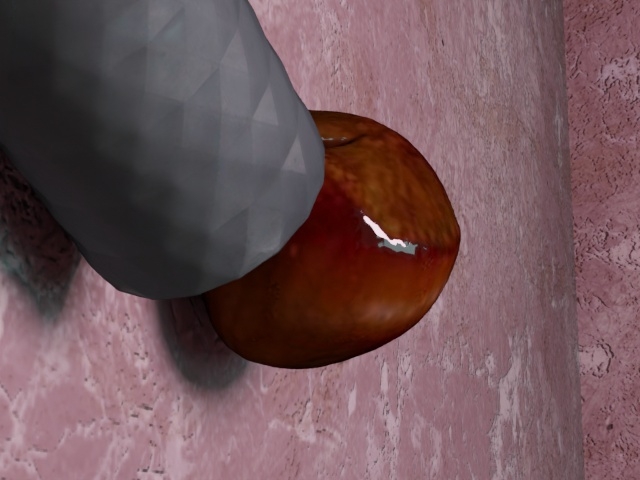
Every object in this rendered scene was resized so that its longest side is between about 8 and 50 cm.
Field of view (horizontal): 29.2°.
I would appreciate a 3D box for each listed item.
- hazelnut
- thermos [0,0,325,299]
[{"bbox_3d":[0.000,0.000,0.822,0.204,0.178,0.178,-119,-171,-58],"label":"hazelnut"},{"bbox_3d":[-0.114,-0.117,0.589,0.286,0.145,0.182,61,1,-44],"label":"thermos"}]
